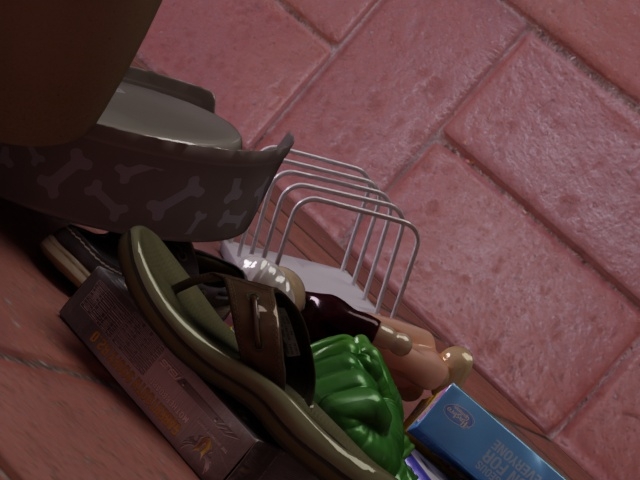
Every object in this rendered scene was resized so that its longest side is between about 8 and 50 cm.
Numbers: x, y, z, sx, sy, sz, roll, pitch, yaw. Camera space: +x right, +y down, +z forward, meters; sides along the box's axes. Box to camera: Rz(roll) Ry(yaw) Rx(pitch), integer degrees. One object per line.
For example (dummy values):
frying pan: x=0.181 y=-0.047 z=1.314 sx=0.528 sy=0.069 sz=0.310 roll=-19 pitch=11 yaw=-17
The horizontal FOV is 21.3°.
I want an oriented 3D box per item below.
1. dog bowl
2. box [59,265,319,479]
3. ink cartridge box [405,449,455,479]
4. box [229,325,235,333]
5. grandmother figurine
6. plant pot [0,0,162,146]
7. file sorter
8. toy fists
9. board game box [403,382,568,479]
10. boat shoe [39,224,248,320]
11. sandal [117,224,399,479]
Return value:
dog bowl: x=-0.204 y=-0.096 z=1.631 sx=0.348 sy=0.102 sz=0.349 roll=16 pitch=13 yaw=-4
box: x=-0.089 y=0.132 z=1.410 sx=0.231 sy=0.056 sz=0.183 roll=44 pitch=7 yaw=33
ink cartridge box: x=0.139 y=0.294 z=1.775 sx=0.224 sy=0.045 sz=0.223 roll=38 pitch=5 yaw=-30
box: x=-0.071 y=0.119 z=1.651 sx=0.054 sy=0.059 sz=0.169 roll=43 pitch=5 yaw=7
grandmother figurine: x=0.019 y=0.106 z=2.055 sx=0.207 sy=0.104 sz=0.342 roll=-14 pitch=-32 yaw=42
plant pot: x=-0.228 y=-0.224 z=1.367 sx=0.256 sy=0.274 sz=0.256 roll=10 pitch=31 yaw=-6
file sorter: x=0.000 y=0.000 z=2.284 sx=0.192 sy=0.173 sz=0.278 roll=14 pitch=14 yaw=-17
toy fists: x=0.031 y=0.163 z=1.600 sx=0.142 sy=0.096 sz=0.279 roll=60 pitch=5 yaw=-4
board game box: x=0.204 y=0.274 z=1.951 sx=0.242 sy=0.064 sz=0.316 roll=41 pitch=-8 yaw=4
boat shoe: x=-0.160 y=0.025 z=1.607 sx=0.103 sy=0.092 sz=0.285 roll=44 pitch=6 yaw=30
sandal: x=-0.038 y=0.089 z=1.334 sx=0.303 sy=0.086 sz=0.120 roll=41 pitch=6 yaw=14
